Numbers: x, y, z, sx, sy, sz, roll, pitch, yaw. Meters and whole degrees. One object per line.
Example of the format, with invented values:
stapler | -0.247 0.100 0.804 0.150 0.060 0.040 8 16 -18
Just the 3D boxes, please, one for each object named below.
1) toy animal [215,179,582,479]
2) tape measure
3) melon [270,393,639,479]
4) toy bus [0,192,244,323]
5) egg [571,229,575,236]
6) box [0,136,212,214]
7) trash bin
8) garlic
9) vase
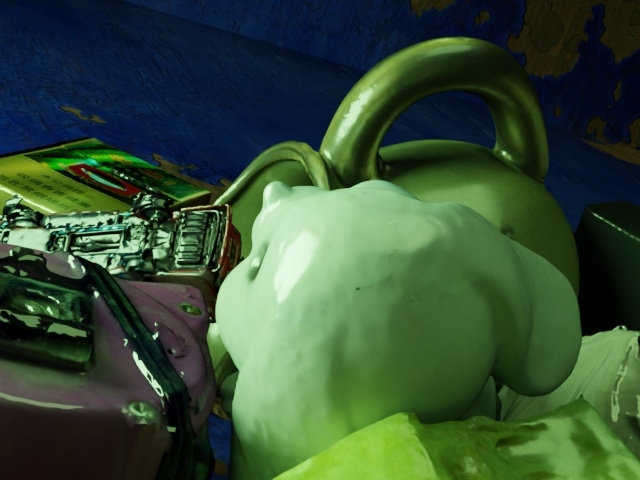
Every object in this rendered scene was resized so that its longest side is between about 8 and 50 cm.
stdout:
toy animal | 0.032 0.089 0.697 0.174 0.249 0.289 42 9 32
tape measure | -0.177 0.082 0.672 0.231 0.149 0.245 16 18 -20
melon | 0.138 0.222 0.518 0.331 0.226 0.343 20 26 -39
toy bus | -0.169 0.019 0.838 0.234 0.073 0.096 0 -31 15
egg | 0.204 0.053 1.166 0.169 0.169 0.231 2 35 -46
box | -0.229 -0.032 1.101 0.159 0.071 0.240 22 17 14
trash bin | 0.276 0.102 0.995 0.165 0.225 0.115 31 20 30
garlic | 0.185 0.162 0.839 0.142 0.178 0.229 -11 -2 0
vase | 0.066 -0.014 0.934 0.302 0.329 0.241 11 23 -29
